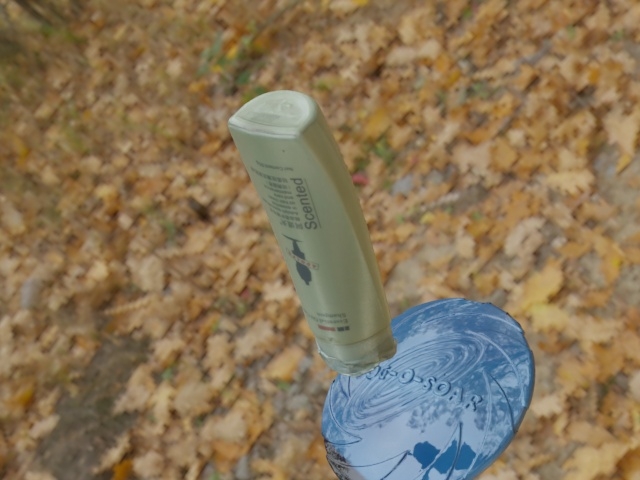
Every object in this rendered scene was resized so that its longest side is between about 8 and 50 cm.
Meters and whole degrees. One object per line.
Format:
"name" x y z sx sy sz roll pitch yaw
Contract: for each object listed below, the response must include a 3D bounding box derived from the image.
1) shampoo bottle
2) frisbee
"shampoo bottle" 0.000 0.000 0.829 0.072 0.212 0.049 10 47 32
"frisbee" 0.100 0.151 1.303 0.242 0.045 0.242 -23 41 21
